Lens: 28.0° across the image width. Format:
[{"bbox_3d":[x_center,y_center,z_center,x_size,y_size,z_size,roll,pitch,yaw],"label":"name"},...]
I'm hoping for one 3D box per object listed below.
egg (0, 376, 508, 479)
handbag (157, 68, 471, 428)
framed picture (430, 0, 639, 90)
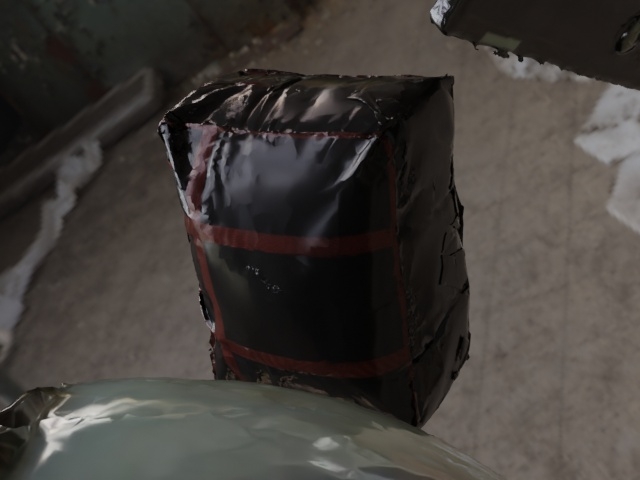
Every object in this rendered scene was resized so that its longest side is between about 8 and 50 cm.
[{"bbox_3d":[0.020,0.246,0.512,0.340,0.354,0.354,11,44,7],"label":"egg"},{"bbox_3d":[0.000,0.000,0.795,0.169,0.215,0.155,7,30,28],"label":"handbag"},{"bbox_3d":[0.207,-0.180,0.399,0.338,0.255,0.014,-56,52,27],"label":"framed picture"}]
